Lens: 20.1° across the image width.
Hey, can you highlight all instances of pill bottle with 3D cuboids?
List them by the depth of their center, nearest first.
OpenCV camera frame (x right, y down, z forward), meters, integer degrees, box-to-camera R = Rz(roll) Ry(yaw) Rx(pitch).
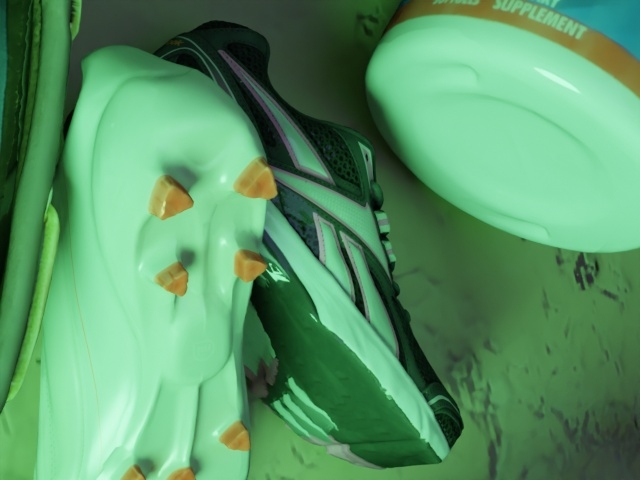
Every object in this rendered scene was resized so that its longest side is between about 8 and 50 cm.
[{"bbox_3d":[0.116,-0.116,0.668,0.124,0.124,0.221,42,63,-28],"label":"pill bottle"}]

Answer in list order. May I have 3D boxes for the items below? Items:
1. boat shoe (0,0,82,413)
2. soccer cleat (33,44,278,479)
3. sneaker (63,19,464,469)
[{"bbox_3d":[-0.119,-0.091,0.502,0.117,0.097,0.324,8,83,-36],"label":"boat shoe"},{"bbox_3d":[-0.056,0.035,0.548,0.068,0.076,0.196,-7,123,-31],"label":"soccer cleat"},{"bbox_3d":[0.000,0.000,0.607,0.077,0.072,0.178,-50,117,-30],"label":"sneaker"}]
